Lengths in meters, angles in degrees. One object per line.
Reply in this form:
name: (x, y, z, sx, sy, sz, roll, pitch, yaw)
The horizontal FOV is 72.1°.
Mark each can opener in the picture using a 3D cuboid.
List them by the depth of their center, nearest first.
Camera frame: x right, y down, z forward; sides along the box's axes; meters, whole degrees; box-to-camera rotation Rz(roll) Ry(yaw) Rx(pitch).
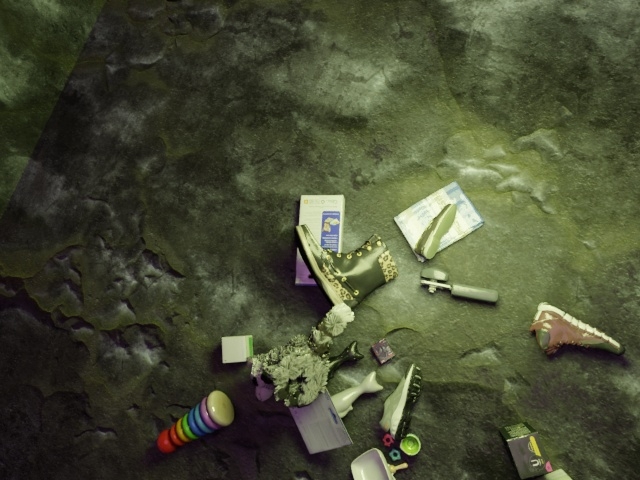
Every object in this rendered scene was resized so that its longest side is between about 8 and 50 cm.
can opener: (0.502, 0.166, 1.605, 0.281, 0.074, 0.093, 14, 83, 15)

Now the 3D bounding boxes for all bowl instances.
bowl: (0.187, 0.822, 1.543, 0.142, 0.053, 0.142, -42, 46, 20)

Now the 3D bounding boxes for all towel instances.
towel: (0.450, -0.073, 1.683, 0.285, 0.034, 0.209, -32, 74, 6)

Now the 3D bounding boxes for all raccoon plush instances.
raccoon plush: (-0.074, 0.412, 1.611, 0.446, 0.299, 0.216, -40, 108, -16)

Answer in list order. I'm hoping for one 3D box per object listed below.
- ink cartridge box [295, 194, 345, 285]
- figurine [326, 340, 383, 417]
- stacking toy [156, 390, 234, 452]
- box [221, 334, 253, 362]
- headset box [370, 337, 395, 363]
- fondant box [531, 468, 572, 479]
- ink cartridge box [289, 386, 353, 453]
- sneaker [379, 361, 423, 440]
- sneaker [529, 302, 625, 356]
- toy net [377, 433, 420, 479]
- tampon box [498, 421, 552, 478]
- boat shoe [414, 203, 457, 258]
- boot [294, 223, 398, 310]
ink cartridge box: (0.000, 0.000, 1.762, 0.176, 0.069, 0.370, 1, 78, 13)
figurine: (0.099, 0.513, 1.636, 0.210, 0.092, 0.214, -33, 75, 2)
stacking toy: (-0.506, 0.726, 1.726, 0.330, 0.141, 0.141, -33, 74, 12)
box: (-0.330, 0.431, 1.749, 0.102, 0.087, 0.101, -7, 78, 12)
headset box: (0.237, 0.415, 1.644, 0.062, 0.032, 0.083, -33, 73, 6)
fondant box: (0.678, 0.816, 1.309, 0.239, 0.330, 0.096, -26, 75, 7)
ink cartridge box: (0.000, 0.645, 1.591, 0.224, 0.045, 0.223, -32, 79, 37)
sneaker: (0.285, 0.563, 1.574, 0.108, 0.100, 0.271, 11, 72, 46)
sneaker: (0.846, 0.344, 1.485, 0.281, 0.106, 0.162, 32, 93, 27)
toy net: (0.256, 0.778, 1.565, 0.122, 0.045, 0.232, 30, 88, 17)
tampon box: (0.662, 0.676, 1.426, 0.102, 0.161, 0.120, -20, 76, 9)
boat shoe: (0.424, -0.044, 1.624, 0.069, 0.081, 0.227, 26, 83, 46)
boot: (0.095, 0.060, 1.637, 0.284, 0.138, 0.377, -30, 90, -10)
